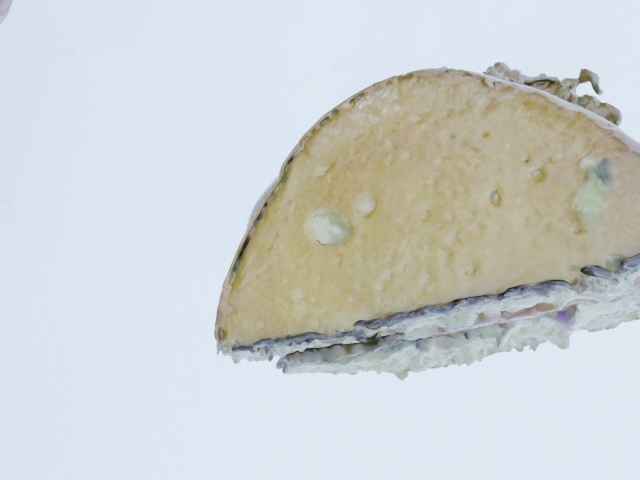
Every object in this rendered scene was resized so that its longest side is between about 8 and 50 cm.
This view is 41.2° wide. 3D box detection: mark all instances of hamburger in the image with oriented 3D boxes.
[{"bbox_3d":[0.128,-0.025,0.818,0.445,0.268,0.287,-15,68,28],"label":"hamburger"}]

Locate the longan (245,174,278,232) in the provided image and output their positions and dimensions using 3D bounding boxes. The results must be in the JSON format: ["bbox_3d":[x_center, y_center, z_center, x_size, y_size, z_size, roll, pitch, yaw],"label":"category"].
[{"bbox_3d":[0.000,0.000,1.204,0.248,0.248,0.248,8,102,38],"label":"longan"}]

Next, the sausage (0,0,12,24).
[{"bbox_3d":[-0.486,-0.395,1.155,0.153,0.141,0.268,19,84,27],"label":"sausage"}]
